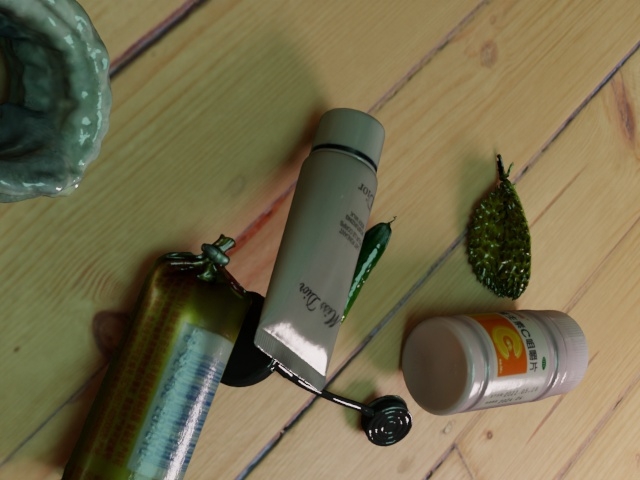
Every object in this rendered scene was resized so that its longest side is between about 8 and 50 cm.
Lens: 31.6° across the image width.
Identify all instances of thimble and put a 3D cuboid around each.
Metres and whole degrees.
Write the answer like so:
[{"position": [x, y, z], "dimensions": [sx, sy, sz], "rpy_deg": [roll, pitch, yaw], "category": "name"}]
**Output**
[{"position": [-0.294, -0.139, 0.975], "dimensions": [0.205, 0.172, 0.250], "rpy_deg": [-47, 125, -25], "category": "thimble"}]

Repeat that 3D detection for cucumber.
[{"position": [0.045, 0.037, 1.399], "dimensions": [0.039, 0.039, 0.167], "rpy_deg": [36, 79, -40], "category": "cucumber"}]

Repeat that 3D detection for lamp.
[{"position": [0.000, 0.191, 1.352], "dimensions": [0.130, 0.108, 0.371], "rpy_deg": [-41, 130, 2], "category": "lamp"}]

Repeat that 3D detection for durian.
[{"position": [0.252, -0.006, 1.560], "dimensions": [0.100, 0.086, 0.215], "rpy_deg": [-55, 143, -62], "category": "durian"}]

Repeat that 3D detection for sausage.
[{"position": [-0.166, 0.136, 1.197], "dimensions": [0.117, 0.125, 0.317], "rpy_deg": [53, 56, -72], "category": "sausage"}]

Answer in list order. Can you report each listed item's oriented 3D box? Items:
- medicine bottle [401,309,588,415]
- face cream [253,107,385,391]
[{"position": [0.240, 0.162, 1.536], "dimensions": [0.250, 0.133, 0.133], "rpy_deg": [1, 100, -41], "category": "medicine bottle"}, {"position": [0.000, 0.000, 1.269], "dimensions": [0.143, 0.089, 0.314], "rpy_deg": [44, 55, -49], "category": "face cream"}]
